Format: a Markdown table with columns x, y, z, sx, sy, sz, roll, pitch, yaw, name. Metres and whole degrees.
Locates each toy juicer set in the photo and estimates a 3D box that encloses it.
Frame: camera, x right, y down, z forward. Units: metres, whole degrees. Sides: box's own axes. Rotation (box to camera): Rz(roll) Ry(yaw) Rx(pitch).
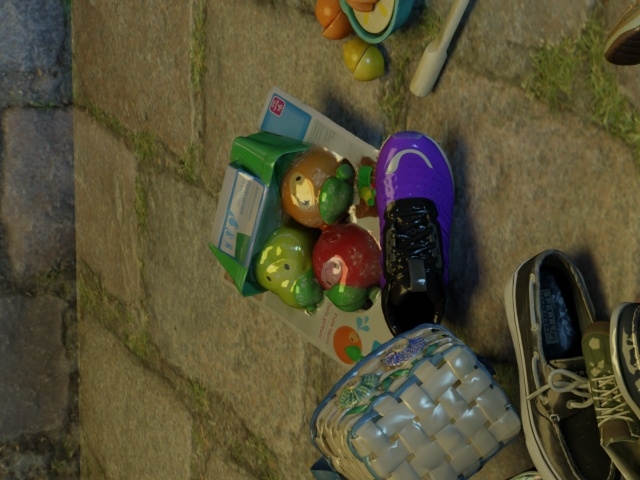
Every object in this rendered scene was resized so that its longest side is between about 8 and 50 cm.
| x | y | z | sx | sy | sz | roll | pitch | yaw | name |
| --- | --- | --- | --- | --- | --- | --- | --- | --- | --- |
| 0.069 | -0.293 | 2.167 | 0.329 | 0.089 | 0.209 | 43 | 134 | 47 | toy juicer set |

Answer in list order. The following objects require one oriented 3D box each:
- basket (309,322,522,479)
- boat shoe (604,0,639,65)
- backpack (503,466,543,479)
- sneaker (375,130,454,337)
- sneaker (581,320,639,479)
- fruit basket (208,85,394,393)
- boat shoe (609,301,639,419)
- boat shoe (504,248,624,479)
| x | y | z | sx | sy | sz | roll | pitch | yaw | name |
| --- | --- | --- | --- | --- | --- | --- | --- | --- | --- |
| 0.116 | 0.223 | 2.039 | 0.201 | 0.255 | 0.289 | 52 | 168 | 0 | basket |
| 0.360 | -0.252 | 1.702 | 0.190 | 0.068 | 0.072 | -38 | 53 | 47 | boat shoe |
| 0.247 | 0.416 | 1.975 | 0.225 | 0.191 | 0.253 | -29 | 78 | 32 | backpack |
| 0.124 | 0.010 | 2.103 | 0.146 | 0.102 | 0.293 | -85 | -8 | -64 | sneaker |
| 0.333 | 0.188 | 1.799 | 0.064 | 0.086 | 0.192 | -16 | 108 | 34 | sneaker |
| 0.000 | 0.000 | 2.308 | 0.353 | 0.165 | 0.327 | 38 | 123 | 38 | fruit basket |
| 0.382 | 0.182 | 1.755 | 0.079 | 0.095 | 0.254 | -16 | 92 | 51 | boat shoe |
| 0.294 | 0.160 | 1.895 | 0.105 | 0.113 | 0.306 | 128 | 136 | -71 | boat shoe |
